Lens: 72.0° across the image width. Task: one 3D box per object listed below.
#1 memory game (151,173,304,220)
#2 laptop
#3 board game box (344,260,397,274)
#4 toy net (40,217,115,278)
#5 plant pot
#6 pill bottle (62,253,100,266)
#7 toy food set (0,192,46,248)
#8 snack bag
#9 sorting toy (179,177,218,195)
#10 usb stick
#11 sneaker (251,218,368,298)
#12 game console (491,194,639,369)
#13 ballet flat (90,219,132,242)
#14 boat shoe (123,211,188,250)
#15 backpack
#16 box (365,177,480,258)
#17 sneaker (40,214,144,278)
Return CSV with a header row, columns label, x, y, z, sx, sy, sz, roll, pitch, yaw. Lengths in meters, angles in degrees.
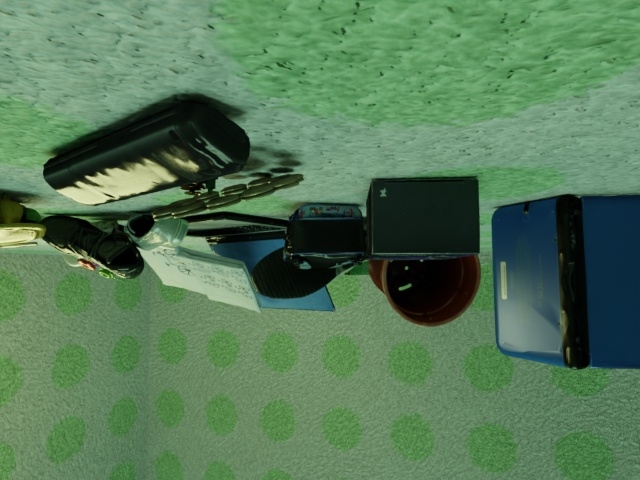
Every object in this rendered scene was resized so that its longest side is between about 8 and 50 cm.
label,x,y,z,sx,sy,sz,roll,pitch,yaw
memory game,-0.110,-0.055,0.525,0.186,0.012,0.186,-13,-167,3
laptop,-0.228,0.078,1.174,0.381,0.237,0.407,-4,174,36
board game box,0.180,0.053,1.523,0.259,0.136,0.030,5,177,-42
toy net,-0.574,0.009,1.027,0.232,0.045,0.122,32,149,-16
plant pot,0.267,0.083,1.265,0.272,0.273,0.265,0,-177,-10
pill bottle,-0.569,0.017,1.179,0.108,0.108,0.193,-3,175,26
toy food set,-0.548,-0.034,0.750,0.128,0.071,0.217,-8,176,-37
snack bag,-0.340,0.098,1.222,0.342,0.037,0.323,14,153,8
sorting toy,-0.144,-0.073,0.492,0.061,0.042,0.102,-1,175,2
usb stick,-0.181,-0.074,0.425,0.277,0.045,0.077,-4,152,39
sneaker,-0.007,0.051,1.044,0.330,0.123,0.146,-20,178,-16
game console,0.470,0.073,0.807,0.173,0.294,0.250,2,175,-25
ballet flat,-0.467,-0.024,1.035,0.168,0.052,0.057,14,-146,-14
boat shoe,-0.358,-0.029,0.918,0.081,0.080,0.227,30,159,-38
backpack,0.000,0.000,0.891,0.158,0.117,0.173,-1,171,-12
box,0.150,-0.026,0.703,0.153,0.108,0.207,0,176,5
sneaker,-0.481,0.003,0.933,0.227,0.087,0.130,32,154,-14
